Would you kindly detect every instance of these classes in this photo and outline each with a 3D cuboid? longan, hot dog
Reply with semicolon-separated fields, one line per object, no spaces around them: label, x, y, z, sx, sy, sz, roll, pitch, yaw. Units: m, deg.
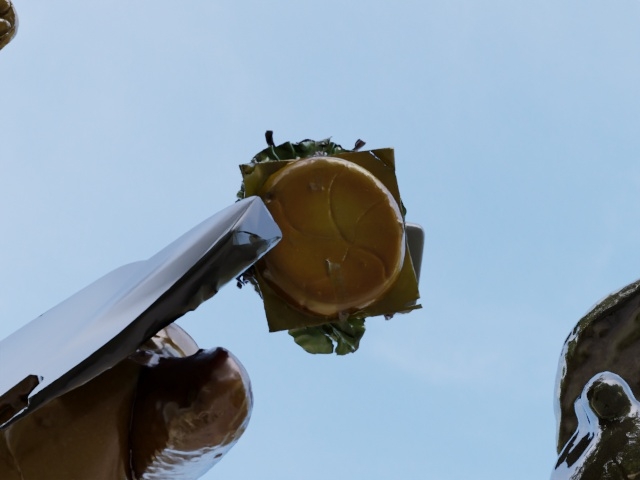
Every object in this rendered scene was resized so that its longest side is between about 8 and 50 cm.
longan;0.143;0.112;0.667;0.106;0.106;0.119;-28;-90;10
hot dog;-0.133;0.114;0.747;0.107;0.194;0.326;52;-41;-11

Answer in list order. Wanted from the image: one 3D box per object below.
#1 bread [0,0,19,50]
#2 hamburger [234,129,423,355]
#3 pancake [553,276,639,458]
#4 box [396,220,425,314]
bread;-0.352;-0.218;1.518;0.110;0.110;0.024;2;-25;-11
hamburger;-0.002;0.004;1.282;0.164;0.189;0.093;5;-15;-19
pancake;0.355;0.155;1.522;0.295;0.049;0.294;-3;-69;-9
box;0.060;0.034;1.744;0.055;0.244;0.103;9;-95;-10
